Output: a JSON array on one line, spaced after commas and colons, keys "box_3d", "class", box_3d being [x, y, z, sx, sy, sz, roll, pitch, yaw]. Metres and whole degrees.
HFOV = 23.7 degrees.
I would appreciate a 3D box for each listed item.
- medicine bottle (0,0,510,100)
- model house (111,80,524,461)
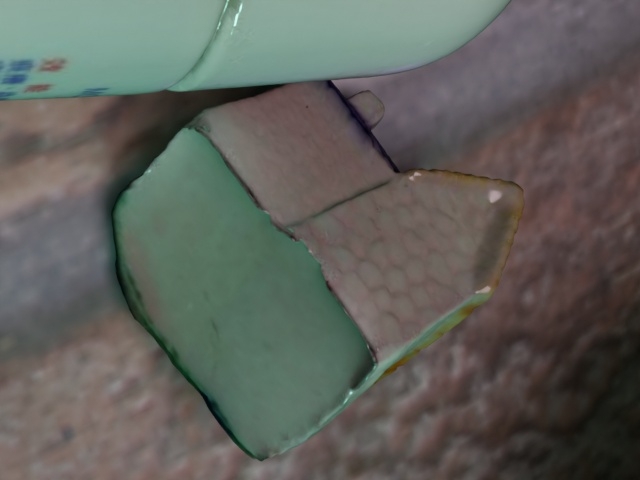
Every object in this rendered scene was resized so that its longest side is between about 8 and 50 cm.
[{"box_3d": [-0.092, -0.101, 0.406, 0.340, 0.130, 0.130, -5, 102, -26], "class": "medicine bottle"}, {"box_3d": [0.000, 0.000, 0.509, 0.100, 0.088, 0.101, -31, 81, -43], "class": "model house"}]
